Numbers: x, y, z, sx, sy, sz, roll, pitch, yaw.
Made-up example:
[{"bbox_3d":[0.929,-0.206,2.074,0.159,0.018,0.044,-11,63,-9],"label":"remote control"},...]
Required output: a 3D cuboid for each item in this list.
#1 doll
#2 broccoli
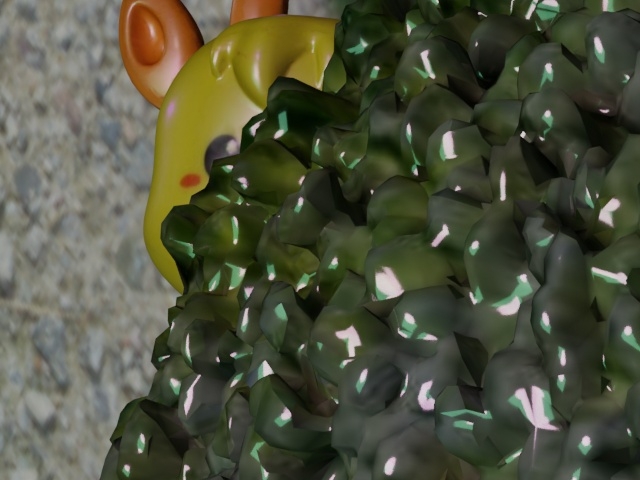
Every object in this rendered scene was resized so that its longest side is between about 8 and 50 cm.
[{"bbox_3d":[0.000,0.000,0.629,0.143,0.135,0.220,1,88,14],"label":"doll"},{"bbox_3d":[0.088,0.040,0.417,0.334,0.272,0.324,-9,85,50],"label":"broccoli"}]
